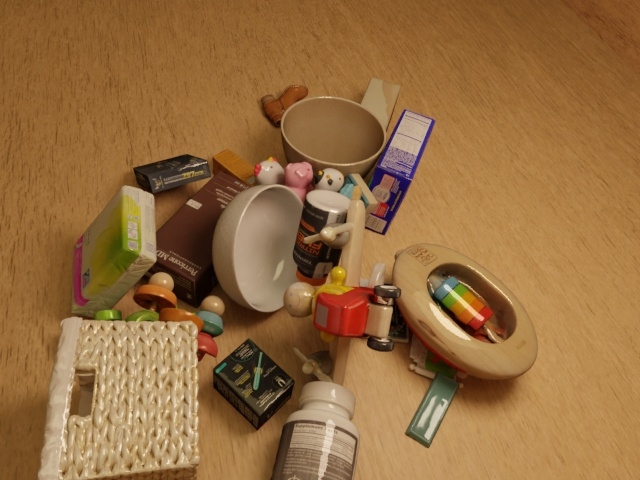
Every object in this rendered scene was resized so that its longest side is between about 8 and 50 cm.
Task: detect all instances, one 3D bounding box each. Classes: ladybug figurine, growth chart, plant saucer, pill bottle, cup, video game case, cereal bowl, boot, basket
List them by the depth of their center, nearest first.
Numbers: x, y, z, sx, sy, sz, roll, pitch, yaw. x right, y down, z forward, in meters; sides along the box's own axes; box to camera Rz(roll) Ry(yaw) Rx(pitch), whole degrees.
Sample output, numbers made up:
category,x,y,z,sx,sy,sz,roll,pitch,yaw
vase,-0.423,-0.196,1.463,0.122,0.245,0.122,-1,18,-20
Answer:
category,x,y,z,sx,sy,sz,roll,pitch,yaw
basket,-0.390,0.372,1.108,0.267,0.331,0.328,2,51,-16
pill bottle,-0.010,0.478,1.174,0.176,0.176,0.318,14,50,1
plant saucer,0.286,0.420,1.365,0.067,0.018,0.192,31,59,12
pill bottle,0.000,0.000,1.442,0.131,0.245,0.130,11,28,-6
ladybug figurine,0.361,0.194,1.454,0.305,0.162,0.449,-28,64,-32
cereal bowl,-0.172,0.015,1.455,0.141,0.339,0.339,8,44,33
growth chart,0.325,0.284,1.496,0.172,0.021,0.237,13,50,0
video game case,0.161,0.195,1.540,0.173,0.022,0.190,7,49,-3
cup,0.028,-0.273,1.763,0.331,0.237,0.331,5,51,-6
boot,-0.113,-0.500,2.038,0.197,0.073,0.152,-22,56,-11

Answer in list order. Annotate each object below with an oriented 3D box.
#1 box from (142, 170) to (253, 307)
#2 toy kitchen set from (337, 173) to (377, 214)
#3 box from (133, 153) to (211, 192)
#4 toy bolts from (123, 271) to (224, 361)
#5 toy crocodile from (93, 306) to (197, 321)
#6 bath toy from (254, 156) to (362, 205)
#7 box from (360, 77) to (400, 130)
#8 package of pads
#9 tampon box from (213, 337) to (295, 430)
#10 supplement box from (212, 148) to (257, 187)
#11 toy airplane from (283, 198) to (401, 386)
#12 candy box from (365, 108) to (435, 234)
category,x,y,z,sx,sy,sz,roll,pitch,yaw
box,-0.322,-0.016,1.556,0.191,0.143,0.381,26,53,12
toy kitchen set,0.033,-0.084,1.613,0.166,0.207,0.122,-6,54,-40
box,-0.459,-0.210,1.666,0.183,0.059,0.233,-20,21,-23
toy bolts,-0.308,0.166,1.282,0.228,0.218,0.158,39,49,-35
toy crocodile,-0.455,0.227,1.360,0.341,0.105,0.115,-5,74,-17
bath toy,-0.055,-0.162,1.571,0.348,0.129,0.151,22,80,28
box,0.195,-0.446,1.998,0.121,0.148,0.311,17,51,4
package of pads,-0.530,0.028,1.391,0.101,0.296,0.229,23,39,-40
tampon box,-0.162,0.345,1.306,0.161,0.101,0.120,39,55,20
supplement box,-0.247,-0.201,1.760,0.233,0.078,0.080,36,54,18
toy airplane,0.048,0.148,1.327,0.273,0.384,0.386,7,49,6
candy box,0.236,-0.222,1.737,0.122,0.268,0.317,25,50,4
